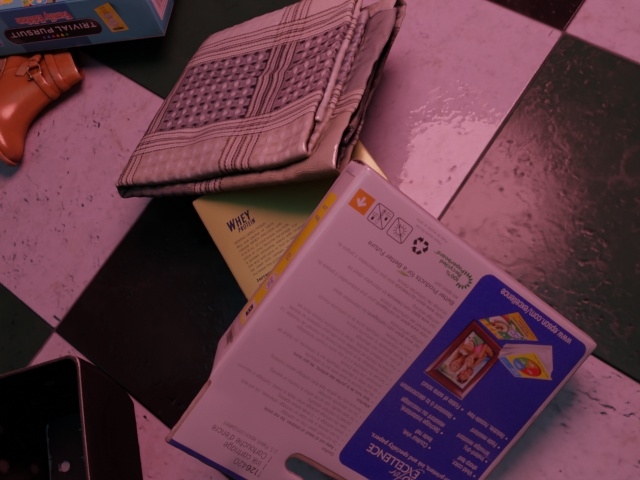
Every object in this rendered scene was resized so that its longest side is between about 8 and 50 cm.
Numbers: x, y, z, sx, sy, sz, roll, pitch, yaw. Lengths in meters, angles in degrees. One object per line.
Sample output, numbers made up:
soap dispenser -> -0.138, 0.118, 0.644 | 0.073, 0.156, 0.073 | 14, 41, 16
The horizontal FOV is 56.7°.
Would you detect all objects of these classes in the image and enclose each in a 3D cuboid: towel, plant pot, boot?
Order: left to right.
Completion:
boot -> -0.426, -0.217, 0.889 | 0.152, 0.073, 0.197 | -17, 73, 2
plant pot -> -0.301, 0.251, 0.666 | 0.188, 0.167, 0.187 | -16, 70, 6
towel -> -0.073, -0.185, 0.713 | 0.324, 0.056, 0.312 | -3, 50, 30

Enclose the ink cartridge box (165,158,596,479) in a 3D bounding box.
ink cartridge box -> 0.063, 0.133, 0.585 | 0.304, 0.072, 0.307 | 36, 98, -16

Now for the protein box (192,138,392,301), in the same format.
protein box -> 0.000, 0.000, 0.693 | 0.200, 0.136, 0.201 | -34, 70, 1

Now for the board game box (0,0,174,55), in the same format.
board game box -> -0.382, -0.407, 0.904 | 0.336, 0.079, 0.253 | -3, 59, 12
